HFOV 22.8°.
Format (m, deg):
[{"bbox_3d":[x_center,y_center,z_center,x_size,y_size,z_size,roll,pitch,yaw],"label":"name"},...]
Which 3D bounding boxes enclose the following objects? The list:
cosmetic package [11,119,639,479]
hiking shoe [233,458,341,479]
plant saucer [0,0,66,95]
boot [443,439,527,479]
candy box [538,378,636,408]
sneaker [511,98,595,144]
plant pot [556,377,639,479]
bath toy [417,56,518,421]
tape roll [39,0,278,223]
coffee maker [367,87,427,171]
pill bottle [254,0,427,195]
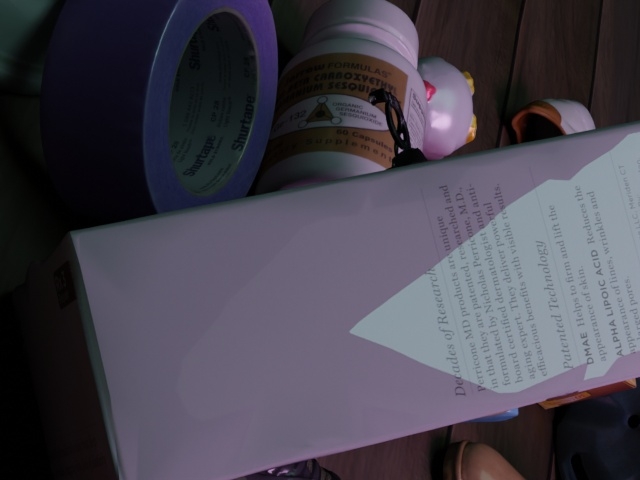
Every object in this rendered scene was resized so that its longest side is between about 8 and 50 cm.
[{"bbox_3d":[0.024,0.047,0.960,0.385,0.217,0.156,-13,84,-19],"label":"cosmetic package"},{"bbox_3d":[-0.031,0.154,1.137,0.227,0.086,0.114,32,51,-50],"label":"hiking shoe"},{"bbox_3d":[-0.207,-0.300,1.063,0.400,0.101,0.400,36,45,-47],"label":"plant saucer"},{"bbox_3d":[0.276,0.244,1.442,0.236,0.270,0.089,56,30,-30],"label":"boot"},{"bbox_3d":[0.237,0.108,1.622,0.187,0.109,0.053,37,44,-47],"label":"candy box"},{"bbox_3d":[0.283,-0.023,1.808,0.123,0.106,0.290,-3,69,-52],"label":"sneaker"},{"bbox_3d":[0.452,0.249,1.733,0.334,0.341,0.341,31,48,-41],"label":"plant pot"},{"bbox_3d":[0.098,-0.007,1.431,0.129,0.151,0.348,0,71,-24],"label":"bath toy"},{"bbox_3d":[-0.105,-0.099,1.075,0.189,0.080,0.189,12,90,-68],"label":"tape roll"},{"bbox_3d":[0.000,0.000,1.179,0.120,0.178,0.171,24,55,-61],"label":"coffee maker"},{"bbox_3d":[0.023,-0.094,1.326,0.131,0.131,0.229,49,35,-37],"label":"pill bottle"}]
